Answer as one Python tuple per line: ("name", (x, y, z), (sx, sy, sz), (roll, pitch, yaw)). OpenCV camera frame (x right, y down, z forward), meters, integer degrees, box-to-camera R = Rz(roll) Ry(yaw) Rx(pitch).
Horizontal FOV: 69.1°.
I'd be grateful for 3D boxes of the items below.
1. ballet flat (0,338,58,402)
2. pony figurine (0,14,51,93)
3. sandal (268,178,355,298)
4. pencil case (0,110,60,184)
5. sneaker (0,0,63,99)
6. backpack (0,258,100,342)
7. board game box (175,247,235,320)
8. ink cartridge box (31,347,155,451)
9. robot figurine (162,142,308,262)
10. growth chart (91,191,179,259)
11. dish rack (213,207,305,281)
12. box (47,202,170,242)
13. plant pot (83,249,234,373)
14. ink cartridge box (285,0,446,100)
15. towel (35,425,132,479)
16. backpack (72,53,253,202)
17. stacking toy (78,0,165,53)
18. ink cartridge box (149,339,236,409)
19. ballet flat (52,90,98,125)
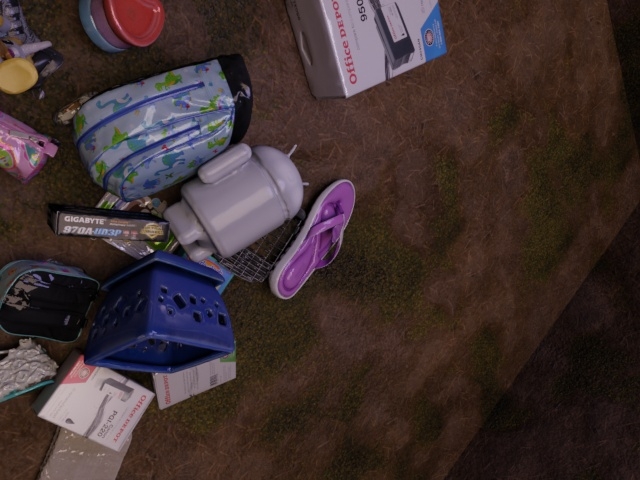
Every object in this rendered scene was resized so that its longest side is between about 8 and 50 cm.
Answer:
("ballet flat", (-0.784, 0.331, 0.978), (0.408, 0.147, 0.147), (-24, 115, -30))
("pony figurine", (-0.585, -0.229, 0.702), (0.350, 0.363, 0.303), (-32, 121, -12))
("sandal", (0.007, 0.007, 1.389), (0.417, 0.102, 0.169), (-57, 141, -13))
("pencil case", (-0.664, -0.224, 0.886), (0.284, 0.124, 0.124), (34, 84, -33))
("sneaker", (-0.586, -0.414, 0.908), (0.153, 0.101, 0.269), (9, 96, -43))
("backpack", (-0.605, 0.122, 1.000), (0.188, 0.144, 0.166), (25, 91, -62))
("board game box", (-0.349, 0.128, 1.240), (0.160, 0.047, 0.210), (39, 81, -35))
("ink cartridge box", (-0.543, 0.388, 1.127), (0.218, 0.092, 0.159), (44, 63, -31))
("robot figurine", (-0.188, -0.096, 1.110), (0.353, 0.200, 0.300), (-32, 149, -14))
("growth chart", (-0.447, -0.036, 1.147), (0.237, 0.021, 0.172), (33, 83, -36))
("dish rack", (-0.175, -0.027, 1.296), (0.208, 0.074, 0.272), (37, 80, -34))
("box", (-0.463, -0.038, 1.013), (0.220, 0.175, 0.051), (5, 96, -35))
("plant pot", (-0.351, 0.161, 1.038), (0.235, 0.235, 0.212), (29, 45, -48))
("ink cartridge box", (0.137, -0.594, 1.293), (0.394, 0.166, 0.286), (-31, 118, -23))
("towel", (-0.613, 0.580, 1.190), (0.187, 0.049, 0.283), (25, 88, -34))
("backpack", (-0.340, -0.237, 1.007), (0.355, 0.290, 0.274), (-10, 87, -24))
("stacking toy", (-0.457, -0.558, 0.932), (0.309, 0.130, 0.280), (48, 48, -57))
("ink cartridge box", (-0.343, 0.333, 1.246), (0.219, 0.092, 0.161), (-16, 133, -29))
("ballet flat", (-0.527, -0.286, 1.013), (0.114, 0.041, 0.041), (-41, 122, -18))
